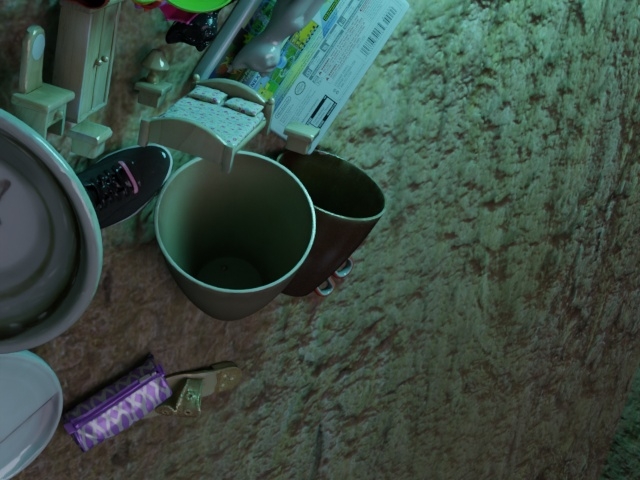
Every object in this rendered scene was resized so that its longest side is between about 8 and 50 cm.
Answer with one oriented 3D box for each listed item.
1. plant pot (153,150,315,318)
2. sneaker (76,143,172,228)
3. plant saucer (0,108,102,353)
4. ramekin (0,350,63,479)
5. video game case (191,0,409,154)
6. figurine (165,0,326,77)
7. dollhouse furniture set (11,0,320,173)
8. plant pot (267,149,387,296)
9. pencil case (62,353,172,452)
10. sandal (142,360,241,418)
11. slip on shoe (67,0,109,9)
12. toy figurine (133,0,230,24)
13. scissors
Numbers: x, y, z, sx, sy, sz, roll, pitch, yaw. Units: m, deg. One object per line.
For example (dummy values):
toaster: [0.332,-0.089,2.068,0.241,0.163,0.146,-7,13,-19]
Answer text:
plant pot: [-0.152,0.029,1.620,0.256,0.256,0.274,-32,161,-22]
sneaker: [-0.338,-0.064,1.432,0.295,0.147,0.105,-31,99,-21]
plant saucer: [-0.477,-0.032,1.273,0.400,0.101,0.401,3,121,5]
ramekin: [-0.554,0.258,1.492,0.272,0.127,0.273,-24,131,-30]
video game case: [-0.025,-0.344,1.620,0.300,0.036,0.329,29,97,-47]
figurine: [-0.104,-0.353,1.456,0.214,0.092,0.209,17,122,-43]
dollhouse furniture set: [-0.190,-0.211,1.313,0.303,0.355,0.174,-60,166,-63]
plant pot: [-0.021,-0.015,1.755,0.215,0.215,0.230,-5,132,-41]
pencil case: [-0.365,0.298,1.724,0.206,0.086,0.088,-35,171,-22]
sandal: [-0.244,0.305,1.850,0.240,0.079,0.088,-17,128,-34]
slip on shoe: [-0.398,-0.365,1.165,0.331,0.101,0.123,9,148,-35]
toy figurine: [-0.208,-0.345,1.306,0.173,0.159,0.130,-20,90,-20]
scissors: [0.000,0.000,1.905,0.109,0.021,0.297,-37,139,-15]
